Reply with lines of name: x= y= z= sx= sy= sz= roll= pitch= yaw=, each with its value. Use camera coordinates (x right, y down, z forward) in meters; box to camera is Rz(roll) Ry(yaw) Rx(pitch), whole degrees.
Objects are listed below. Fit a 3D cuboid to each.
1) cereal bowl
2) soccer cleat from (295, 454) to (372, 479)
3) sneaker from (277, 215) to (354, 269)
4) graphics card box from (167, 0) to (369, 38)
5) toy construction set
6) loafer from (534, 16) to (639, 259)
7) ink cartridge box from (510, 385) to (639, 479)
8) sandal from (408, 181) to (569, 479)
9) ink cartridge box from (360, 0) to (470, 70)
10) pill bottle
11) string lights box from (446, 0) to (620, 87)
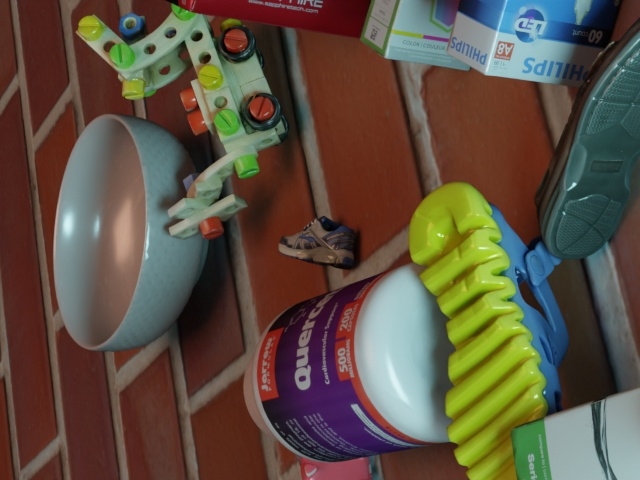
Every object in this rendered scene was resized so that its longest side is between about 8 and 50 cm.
cereal bowl: x=-0.254 y=-0.008 z=2.276 sx=0.339 sy=0.141 sz=0.338 roll=-11 pitch=77 yaw=59
soccer cleat: x=-0.002 y=0.239 z=1.890 sx=0.095 sy=0.083 sz=0.248 roll=84 pitch=162 yaw=-51
sneaker: x=0.000 y=0.000 z=1.939 sx=0.135 sy=0.052 sz=0.058 roll=9 pitch=84 yaw=53
graphics card box: x=-0.123 y=-0.341 z=2.006 sx=0.371 sy=0.233 sz=0.094 roll=35 pitch=116 yaw=55
toy construction set: x=-0.163 y=-0.170 z=2.070 sx=0.151 sy=0.215 sz=0.327 roll=51 pitch=-162 yaw=-84
loafer: x=0.256 y=-0.109 z=1.464 sx=0.084 sy=0.096 sz=0.267 roll=-114 pitch=38 yaw=-49
ink cartridge box: x=0.280 y=0.172 z=1.319 sx=0.208 sy=0.153 sz=0.086 roll=-31 pitch=60 yaw=56
sandal: x=0.184 y=0.096 z=1.505 sx=0.126 sy=0.138 sz=0.317 roll=-31 pitch=57 yaw=43
ink cartridge box: x=0.127 y=-0.290 z=1.690 sx=0.062 sy=0.109 sz=0.209 roll=43 pitch=122 yaw=53
pill bottle: x=0.046 y=0.136 z=1.698 sx=0.323 sy=0.182 sz=0.181 roll=-23 pitch=66 yaw=57
string lights box: x=0.220 y=-0.280 z=1.503 sx=0.077 sy=0.133 sz=0.259 roll=39 pitch=120 yaw=54
